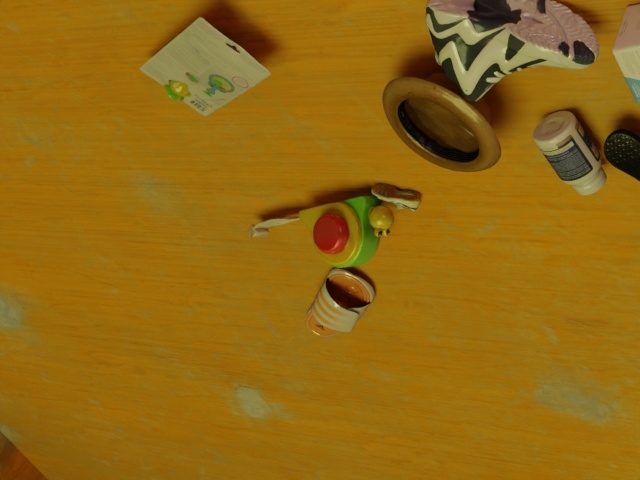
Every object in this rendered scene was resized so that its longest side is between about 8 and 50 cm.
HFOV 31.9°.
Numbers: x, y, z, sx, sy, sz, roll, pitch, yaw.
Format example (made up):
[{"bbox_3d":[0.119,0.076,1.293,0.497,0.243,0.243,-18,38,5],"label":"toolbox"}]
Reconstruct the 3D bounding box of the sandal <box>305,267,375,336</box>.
[{"bbox_3d":[0.027,0.147,2.180,0.102,0.076,0.265,27,146,-1],"label":"sandal"}]

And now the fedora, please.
[{"bbox_3d":[0.185,-0.183,1.621,0.194,0.079,0.194,28,154,15],"label":"fedora"}]

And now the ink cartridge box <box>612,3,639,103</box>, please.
[{"bbox_3d":[0.448,-0.239,1.371,0.143,0.090,0.092,-6,135,37],"label":"ink cartridge box"}]

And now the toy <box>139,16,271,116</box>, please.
[{"bbox_3d":[-0.177,-0.282,1.763,0.137,0.056,0.237,36,150,-20],"label":"toy"}]

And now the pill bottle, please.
[{"bbox_3d":[0.361,-0.123,1.606,0.067,0.067,0.120,-11,131,42],"label":"pill bottle"}]

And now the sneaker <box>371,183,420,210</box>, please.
[{"bbox_3d":[0.124,-0.068,1.868,0.083,0.032,0.037,16,145,16],"label":"sneaker"}]

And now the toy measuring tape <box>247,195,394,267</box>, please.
[{"bbox_3d":[0.000,0.000,1.960,0.330,0.121,0.121,-13,130,43],"label":"toy measuring tape"}]

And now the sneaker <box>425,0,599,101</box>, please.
[{"bbox_3d":[0.251,-0.244,1.496,0.235,0.094,0.153,15,146,16],"label":"sneaker"}]

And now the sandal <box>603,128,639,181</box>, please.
[{"bbox_3d":[0.463,-0.113,1.586,0.179,0.040,0.067,31,154,-34],"label":"sandal"}]
